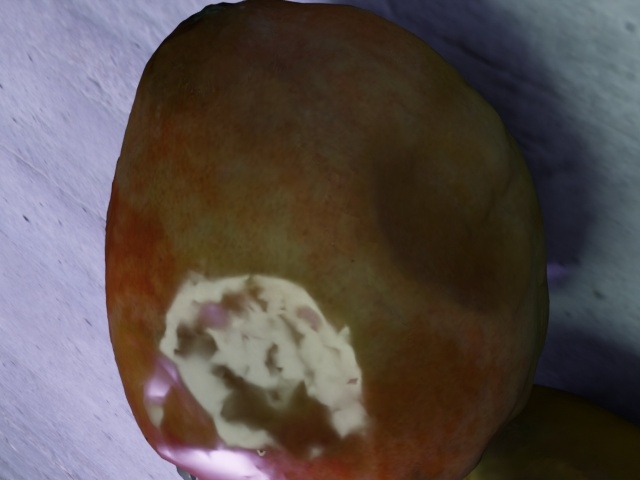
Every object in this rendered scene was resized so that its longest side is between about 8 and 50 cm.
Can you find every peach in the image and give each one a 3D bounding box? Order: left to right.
[{"bbox_3d":[0.000,0.000,0.495,0.214,0.214,0.236,11,125,48],"label":"peach"}]

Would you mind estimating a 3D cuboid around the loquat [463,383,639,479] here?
[{"bbox_3d":[0.115,0.180,0.571,0.213,0.213,0.213,34,150,23],"label":"loquat"}]

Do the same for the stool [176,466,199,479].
[{"bbox_3d":[-0.074,0.212,0.991,0.096,0.096,0.110,1,134,54],"label":"stool"}]
